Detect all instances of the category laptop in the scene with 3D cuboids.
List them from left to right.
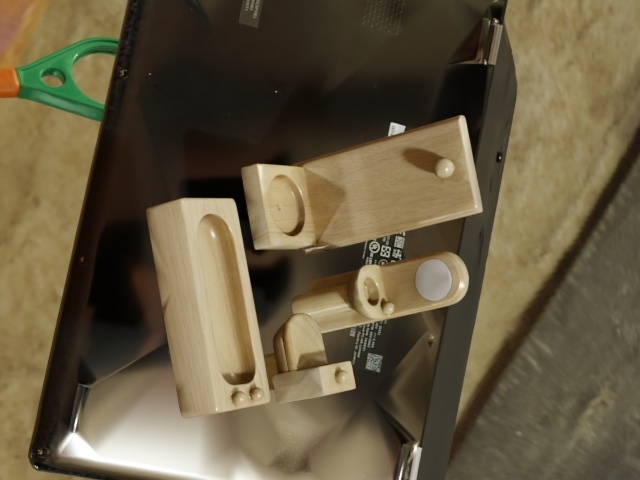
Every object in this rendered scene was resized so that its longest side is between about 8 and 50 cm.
[{"bbox_3d":[0.000,0.000,1.063,0.408,0.236,0.381,14,83,-22],"label":"laptop"}]

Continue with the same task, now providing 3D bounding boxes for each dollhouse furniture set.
[{"bbox_3d":[0.005,0.011,0.793,0.123,0.151,0.144,-14,83,32],"label":"dollhouse furniture set"}]

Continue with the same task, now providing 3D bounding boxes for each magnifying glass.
[{"bbox_3d":[-0.258,-0.146,1.334,0.231,0.026,0.092,-4,59,-27],"label":"magnifying glass"}]
